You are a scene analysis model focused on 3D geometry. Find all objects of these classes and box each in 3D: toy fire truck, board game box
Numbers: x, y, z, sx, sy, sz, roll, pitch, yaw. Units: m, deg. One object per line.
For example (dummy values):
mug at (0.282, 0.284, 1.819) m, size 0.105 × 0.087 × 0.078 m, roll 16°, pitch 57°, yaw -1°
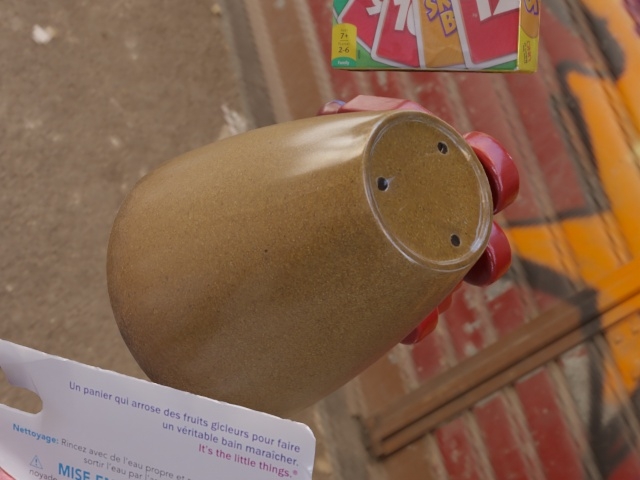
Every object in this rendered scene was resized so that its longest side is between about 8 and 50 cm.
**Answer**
toy fire truck at (0.084, -0.044, 1.429) m, size 0.169 × 0.302 × 0.254 m, roll -35°, pitch 55°, yaw -27°
board game box at (0.069, -0.228, 0.695) m, size 0.039 × 0.124 × 0.259 m, roll -5°, pitch 99°, yaw -58°

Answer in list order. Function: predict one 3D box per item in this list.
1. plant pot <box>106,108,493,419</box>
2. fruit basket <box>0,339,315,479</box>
plant pot at (0.000, 0.000, 0.911) m, size 0.237 × 0.254 × 0.237 m, roll 14°, pitch 64°, yaw -32°
fruit basket at (-0.159, 0.207, 0.636) m, size 0.165 × 0.327 × 0.353 m, roll -28°, pitch 127°, yaw -65°
